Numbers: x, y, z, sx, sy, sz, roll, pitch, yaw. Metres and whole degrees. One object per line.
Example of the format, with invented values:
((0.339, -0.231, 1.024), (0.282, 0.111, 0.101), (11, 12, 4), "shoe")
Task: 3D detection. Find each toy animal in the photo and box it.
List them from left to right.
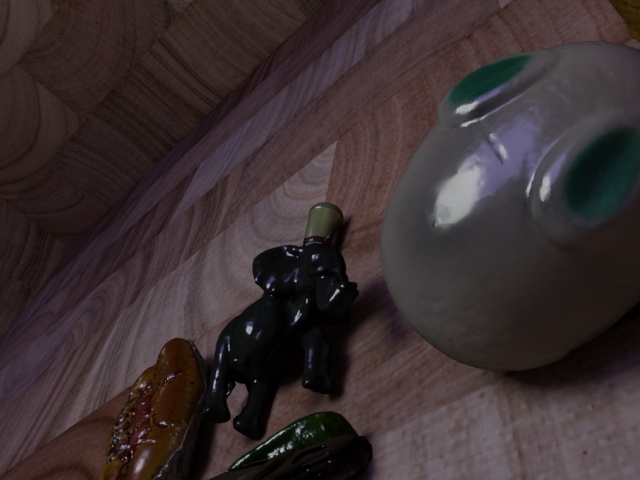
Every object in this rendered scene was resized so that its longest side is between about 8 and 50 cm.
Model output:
((-0.043, 0.089, 0.634), (0.245, 0.114, 0.146), (-33, 27, 32), "toy animal")

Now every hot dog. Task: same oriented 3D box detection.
((-0.192, 0.215, 0.756), (0.144, 0.075, 0.268), (-45, 19, 14), "hot dog")

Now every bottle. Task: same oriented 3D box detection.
((0.000, 0.001, 0.803), (0.063, 0.047, 0.101), (102, -179, -47), "bottle")

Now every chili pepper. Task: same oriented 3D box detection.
((-0.054, 0.216, 0.511), (0.204, 0.073, 0.072), (-43, 36, 16), "chili pepper")

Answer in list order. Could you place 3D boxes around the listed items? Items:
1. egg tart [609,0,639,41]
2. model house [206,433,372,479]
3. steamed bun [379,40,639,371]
((0.309, -0.287, 0.538), (0.215, 0.171, 0.215), (-55, 19, 29), "egg tart")
((-0.040, 0.233, 0.396), (0.141, 0.164, 0.203), (-17, -11, -44), "model house")
((0.126, -0.023, 0.406), (0.228, 0.131, 0.177), (-50, 50, 28), "steamed bun")
